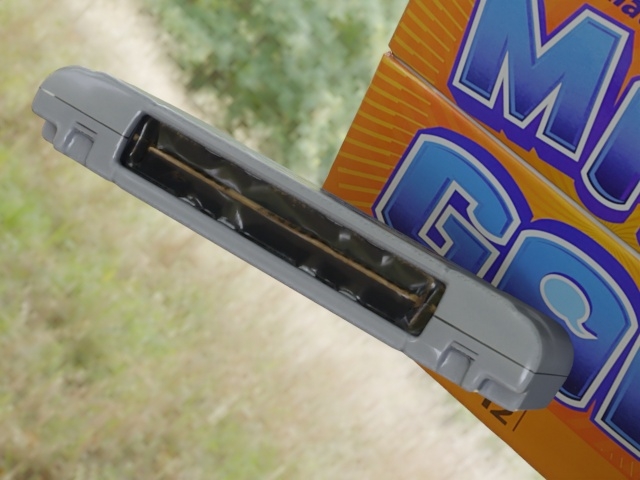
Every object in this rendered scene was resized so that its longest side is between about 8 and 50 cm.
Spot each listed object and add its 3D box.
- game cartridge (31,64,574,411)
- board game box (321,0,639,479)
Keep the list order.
[{"bbox_3d":[0.000,0.000,0.952,0.297,0.062,0.198,30,7,14],"label":"game cartridge"},{"bbox_3d":[0.270,-0.064,1.109,0.356,0.356,0.356,41,42,18],"label":"board game box"}]
